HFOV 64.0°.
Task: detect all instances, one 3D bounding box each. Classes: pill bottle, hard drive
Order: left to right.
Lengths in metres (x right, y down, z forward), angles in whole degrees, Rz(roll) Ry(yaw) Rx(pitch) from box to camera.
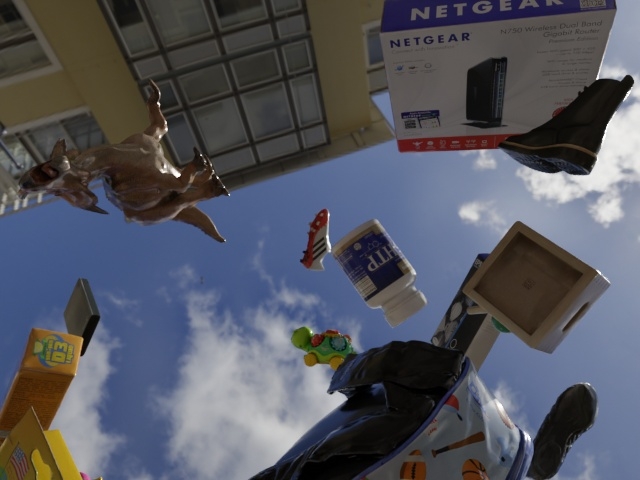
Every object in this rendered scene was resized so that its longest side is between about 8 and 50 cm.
[{"bbox_3d":[-0.465,0.147,0.997,0.135,0.022,0.094,41,-72,47],"label":"hard drive"},{"bbox_3d":[0.114,0.063,0.963,0.112,0.112,0.186,-33,-99,-17],"label":"pill bottle"}]

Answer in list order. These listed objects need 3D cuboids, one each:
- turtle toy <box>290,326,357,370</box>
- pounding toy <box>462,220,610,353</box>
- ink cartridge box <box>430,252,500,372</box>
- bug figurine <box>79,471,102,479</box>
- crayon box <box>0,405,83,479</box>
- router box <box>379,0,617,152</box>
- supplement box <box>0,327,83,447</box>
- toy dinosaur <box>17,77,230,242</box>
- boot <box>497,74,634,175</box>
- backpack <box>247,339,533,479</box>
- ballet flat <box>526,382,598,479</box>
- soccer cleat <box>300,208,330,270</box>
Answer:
[{"bbox_3d":[0.005,0.197,0.951,0.130,0.095,0.066,4,-93,18],"label":"turtle toy"},{"bbox_3d":[0.252,0.067,0.635,0.141,0.100,0.130,-55,-131,12],"label":"pounding toy"},{"bbox_3d":[0.391,0.150,1.234,0.065,0.332,0.165,25,-171,-14],"label":"ink cartridge box"},{"bbox_3d":[-0.542,0.604,1.056,0.279,0.072,0.216,-8,-97,-22],"label":"bug figurine"},{"bbox_3d":[-0.409,0.413,0.699,0.202,0.081,0.318,43,-78,33],"label":"crayon box"},{"bbox_3d":[0.288,-0.282,0.890,0.336,0.301,0.082,0,-119,17],"label":"router box"},{"bbox_3d":[-0.435,0.236,0.775,0.080,0.233,0.078,17,-145,-27],"label":"supplement box"},{"bbox_3d":[-0.249,-0.072,0.696,0.200,0.295,0.127,-33,-122,-3],"label":"toy dinosaur"},{"bbox_3d":[0.365,-0.174,0.769,0.136,0.077,0.198,-62,-158,6],"label":"boot"},{"bbox_3d":[0.068,0.235,0.501,0.213,0.263,0.276,45,-135,7],"label":"backpack"},{"bbox_3d":[0.325,0.254,0.698,0.173,0.049,0.057,-34,-102,-30],"label":"ballet flat"},{"bbox_3d":[0.000,0.000,0.672,0.029,0.036,0.083,-1,-109,60],"label":"soccer cleat"}]
